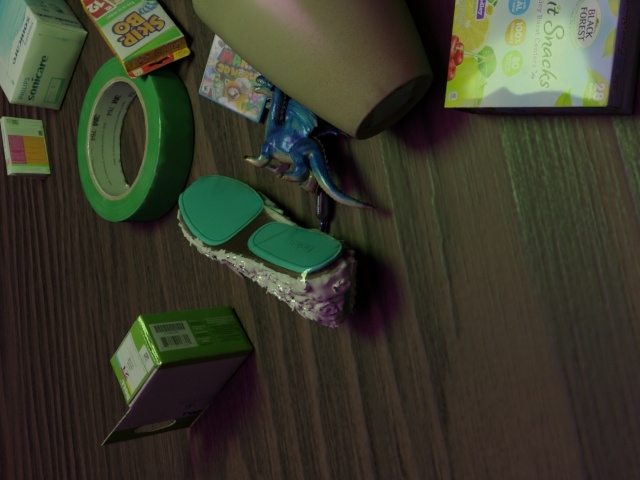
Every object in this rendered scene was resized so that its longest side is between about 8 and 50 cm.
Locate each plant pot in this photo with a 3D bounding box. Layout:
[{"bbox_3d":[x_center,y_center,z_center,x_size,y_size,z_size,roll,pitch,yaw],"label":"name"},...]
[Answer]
[{"bbox_3d":[0.013,-0.275,0.993,0.274,0.256,0.256,54,127,12],"label":"plant pot"}]

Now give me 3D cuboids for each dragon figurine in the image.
[{"bbox_3d":[-0.020,-0.152,1.103,0.289,0.085,0.144,31,98,42],"label":"dragon figurine"}]

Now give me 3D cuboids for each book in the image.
[{"bbox_3d":[-0.711,-0.224,1.821,0.035,0.096,0.144,-24,73,44],"label":"book"}]

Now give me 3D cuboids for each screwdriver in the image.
[{"bbox_3d":[0.000,0.000,1.142,0.025,0.024,0.170,8,99,16],"label":"screwdriver"}]

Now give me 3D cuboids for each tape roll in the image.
[{"bbox_3d":[-0.369,-0.195,1.483,0.321,0.077,0.321,-1,89,45],"label":"tape roll"}]

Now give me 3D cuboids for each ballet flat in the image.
[{"bbox_3d":[-0.090,0.022,1.158,0.409,0.147,0.147,31,112,48],"label":"ballet flat"}]

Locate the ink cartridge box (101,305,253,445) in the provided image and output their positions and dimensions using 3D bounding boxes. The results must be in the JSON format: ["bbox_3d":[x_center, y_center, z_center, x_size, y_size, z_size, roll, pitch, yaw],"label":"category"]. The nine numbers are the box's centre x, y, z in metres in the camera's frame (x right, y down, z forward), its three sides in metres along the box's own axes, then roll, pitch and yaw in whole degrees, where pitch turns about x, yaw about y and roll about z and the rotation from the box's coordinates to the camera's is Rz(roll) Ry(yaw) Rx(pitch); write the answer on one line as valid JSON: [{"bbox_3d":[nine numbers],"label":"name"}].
[{"bbox_3d":[-0.263,0.233,1.291,0.255,0.188,0.097,-51,57,33],"label":"ink cartridge box"}]

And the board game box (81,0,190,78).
[{"bbox_3d":[-0.353,-0.408,1.436,0.259,0.124,0.039,53,164,31],"label":"board game box"}]

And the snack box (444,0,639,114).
[{"bbox_3d":[0.248,-0.232,0.850,0.207,0.070,0.175,8,95,44],"label":"snack box"}]

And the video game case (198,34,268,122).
[{"bbox_3d":[-0.124,-0.290,1.224,0.119,0.015,0.166,28,118,10],"label":"video game case"}]

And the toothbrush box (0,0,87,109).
[{"bbox_3d":[-0.685,-0.482,1.773,0.295,0.126,0.216,51,123,34],"label":"toothbrush box"}]
